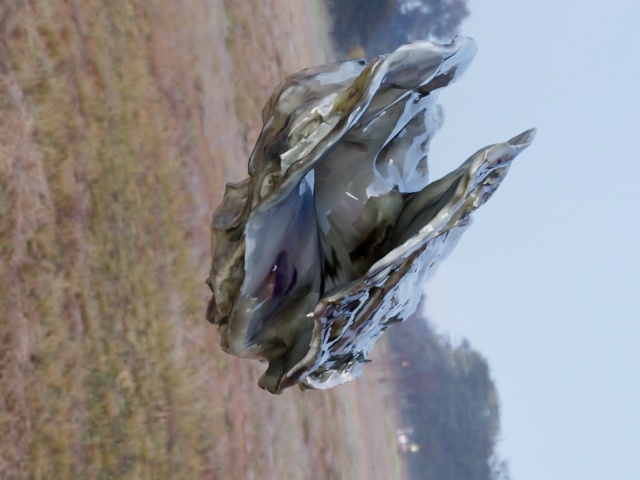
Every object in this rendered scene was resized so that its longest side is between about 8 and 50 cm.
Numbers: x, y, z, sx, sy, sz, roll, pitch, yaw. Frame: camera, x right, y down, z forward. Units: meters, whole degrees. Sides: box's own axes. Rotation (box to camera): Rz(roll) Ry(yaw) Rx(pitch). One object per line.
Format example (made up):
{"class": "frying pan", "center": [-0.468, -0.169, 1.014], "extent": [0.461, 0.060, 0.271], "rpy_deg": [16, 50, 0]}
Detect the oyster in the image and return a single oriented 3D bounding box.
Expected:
{"class": "oyster", "center": [0.002, 0.000, 0.534], "extent": [0.351, 0.162, 0.158], "rpy_deg": [150, -79, -74]}
